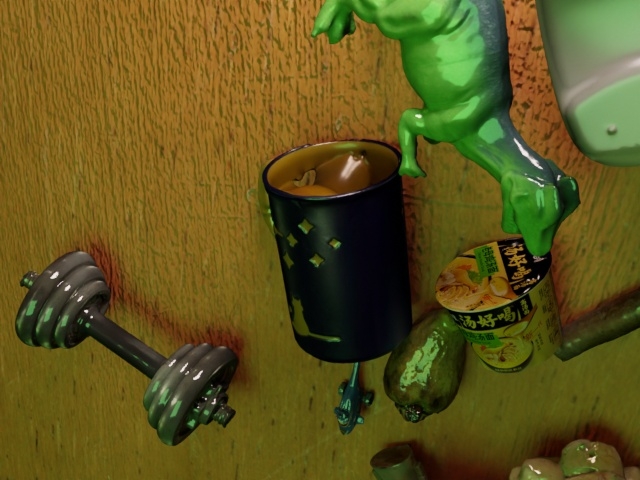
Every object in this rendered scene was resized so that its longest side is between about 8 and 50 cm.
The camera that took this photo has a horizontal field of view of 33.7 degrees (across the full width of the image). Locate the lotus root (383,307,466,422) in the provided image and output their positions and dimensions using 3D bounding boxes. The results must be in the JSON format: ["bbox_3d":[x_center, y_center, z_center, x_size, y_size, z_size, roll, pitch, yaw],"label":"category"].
[{"bbox_3d":[0.154,0.154,1.442,0.108,0.094,0.191,10,117,-21],"label":"lotus root"}]

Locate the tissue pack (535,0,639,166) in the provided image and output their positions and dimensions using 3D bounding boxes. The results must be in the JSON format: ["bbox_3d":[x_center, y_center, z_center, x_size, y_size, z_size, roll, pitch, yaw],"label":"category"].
[{"bbox_3d":[0.326,-0.254,1.019,0.229,0.236,0.333,-5,114,23],"label":"tissue pack"}]

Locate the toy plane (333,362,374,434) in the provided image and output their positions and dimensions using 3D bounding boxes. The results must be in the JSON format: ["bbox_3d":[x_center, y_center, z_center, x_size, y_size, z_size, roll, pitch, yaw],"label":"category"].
[{"bbox_3d":[0.048,0.218,1.558,0.054,0.062,0.167,19,114,21],"label":"toy plane"}]

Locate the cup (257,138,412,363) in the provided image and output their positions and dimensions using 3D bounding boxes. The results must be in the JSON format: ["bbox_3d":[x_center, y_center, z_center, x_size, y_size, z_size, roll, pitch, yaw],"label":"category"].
[{"bbox_3d":[0.022,-0.002,1.415,0.178,0.255,0.256,-10,119,-6],"label":"cup"}]

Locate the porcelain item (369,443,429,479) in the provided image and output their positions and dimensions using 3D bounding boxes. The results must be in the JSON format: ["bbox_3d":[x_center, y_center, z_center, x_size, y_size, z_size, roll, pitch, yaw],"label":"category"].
[{"bbox_3d":[0.155,0.408,1.602,0.084,0.054,0.213,-14,113,41],"label":"porcelain item"}]

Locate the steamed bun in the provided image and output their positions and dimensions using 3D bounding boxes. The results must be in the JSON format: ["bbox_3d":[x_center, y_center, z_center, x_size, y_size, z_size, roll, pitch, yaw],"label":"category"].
[{"bbox_3d":[0.349,0.341,1.421,0.192,0.106,0.177,44,126,-9],"label":"steamed bun"}]

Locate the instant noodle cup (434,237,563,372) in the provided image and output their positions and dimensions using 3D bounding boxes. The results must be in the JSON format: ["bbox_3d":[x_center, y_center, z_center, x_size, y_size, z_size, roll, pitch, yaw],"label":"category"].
[{"bbox_3d":[0.232,0.086,1.322,0.151,0.151,0.122,-9,118,34],"label":"instant noodle cup"}]

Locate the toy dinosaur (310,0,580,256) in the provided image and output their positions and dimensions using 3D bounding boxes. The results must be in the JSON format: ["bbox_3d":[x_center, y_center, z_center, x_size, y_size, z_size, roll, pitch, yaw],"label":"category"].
[{"bbox_3d":[0.158,-0.258,1.073,0.374,0.144,0.500,44,142,30],"label":"toy dinosaur"}]

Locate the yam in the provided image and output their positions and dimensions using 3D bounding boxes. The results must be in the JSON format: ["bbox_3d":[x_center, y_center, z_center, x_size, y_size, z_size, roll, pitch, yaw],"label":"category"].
[{"bbox_3d":[0.384,0.083,1.288,0.264,0.046,0.046,-36,95,38],"label":"yam"}]

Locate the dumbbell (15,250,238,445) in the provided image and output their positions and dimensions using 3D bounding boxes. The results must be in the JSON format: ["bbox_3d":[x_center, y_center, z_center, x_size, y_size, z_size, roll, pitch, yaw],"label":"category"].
[{"bbox_3d":[-0.305,0.166,1.660,0.406,0.179,0.179,33,128,11],"label":"dumbbell"}]
